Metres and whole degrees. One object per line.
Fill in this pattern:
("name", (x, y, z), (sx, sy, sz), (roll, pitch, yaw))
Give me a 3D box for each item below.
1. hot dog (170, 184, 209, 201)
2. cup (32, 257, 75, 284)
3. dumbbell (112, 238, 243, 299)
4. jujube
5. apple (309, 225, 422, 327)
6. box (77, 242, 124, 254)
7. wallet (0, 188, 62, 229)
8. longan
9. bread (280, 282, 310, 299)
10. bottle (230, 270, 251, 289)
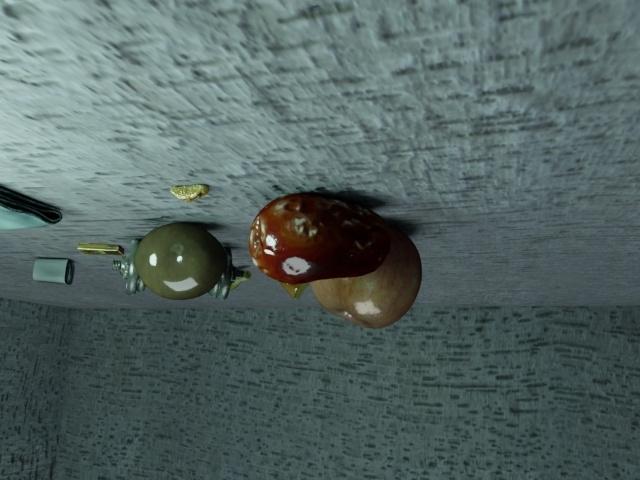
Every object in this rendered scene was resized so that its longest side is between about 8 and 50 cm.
("hot dog", (-0.286, -0.101, 1.316), (0.090, 0.034, 0.030), (-2, 167, 19))
("cup", (-1.010, 0.119, 2.304), (0.129, 0.095, 0.128), (5, 170, -2))
("dumbbell", (-0.448, 0.095, 1.912), (0.406, 0.179, 0.179), (6, 167, -17))
("jujube", (0.000, 0.000, 1.364), (0.318, 0.223, 0.223), (3, 168, -25))
("apple", (0.121, 0.105, 1.663), (0.345, 0.269, 0.345), (3, 168, 1))
("box", (-0.732, 0.030, 2.013), (0.133, 0.023, 0.090), (3, 166, -4))
("wallet", (-0.815, -0.080, 1.444), (0.251, 0.054, 0.290), (-3, 166, 16))
("longan", (-0.377, 0.055, 1.630), (0.248, 0.248, 0.248), (2, 168, 0))
("bread", (-0.083, 0.105, 2.207), (0.160, 0.169, 0.140), (-40, 164, 0))
("bottle", (-0.356, 0.158, 2.410), (0.083, 0.083, 0.270), (10, 165, -33))
